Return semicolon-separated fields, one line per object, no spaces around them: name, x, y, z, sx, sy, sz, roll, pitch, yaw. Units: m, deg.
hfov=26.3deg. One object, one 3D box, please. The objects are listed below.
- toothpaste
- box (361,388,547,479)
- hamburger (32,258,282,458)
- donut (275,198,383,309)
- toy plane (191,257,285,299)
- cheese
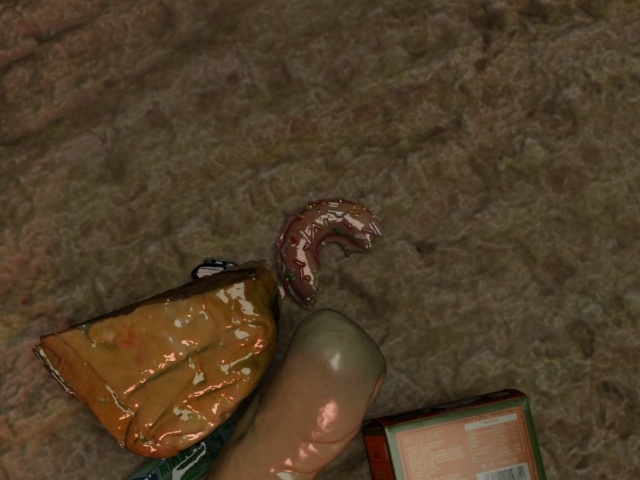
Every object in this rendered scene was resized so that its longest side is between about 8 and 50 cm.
toothpaste;-0.232;0.329;1.800;0.297;0.048;0.075;-36;89;-14
box;0.171;0.285;1.792;0.195;0.177;0.148;-12;84;-9
hamburger;-0.187;0.167;1.758;0.330;0.162;0.209;-17;93;11
donut;0.000;0.000;1.868;0.117;0.065;0.166;41;77;-1
toy plane;-0.118;0.059;1.857;0.145;0.037;0.060;10;84;-5
cheese;-0.046;0.251;1.683;0.129;0.351;0.328;35;81;5
